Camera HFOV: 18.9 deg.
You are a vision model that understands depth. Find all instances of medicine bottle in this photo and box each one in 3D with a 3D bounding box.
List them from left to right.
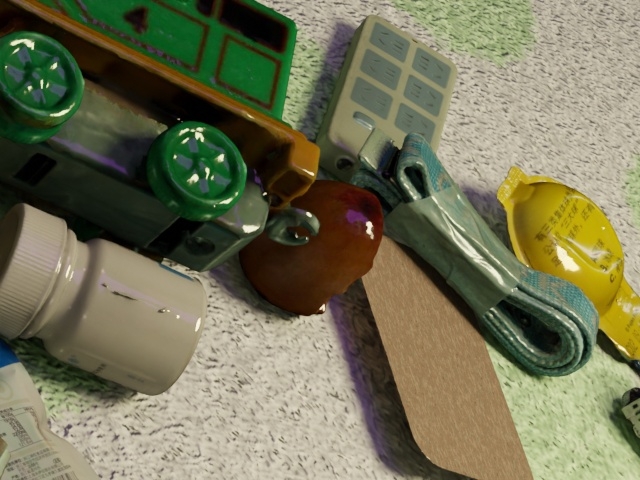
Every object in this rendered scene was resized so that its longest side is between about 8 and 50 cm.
[{"bbox_3d":[-0.182,0.048,1.509,0.168,0.105,0.105,25,40,-22],"label":"medicine bottle"}]

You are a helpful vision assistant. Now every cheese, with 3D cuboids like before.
[{"bbox_3d":[0.275,0.036,1.963,0.270,0.069,0.177,47,40,-11],"label":"cheese"}]

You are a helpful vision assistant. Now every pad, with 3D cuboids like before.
[{"bbox_3d":[0.110,0.108,1.765,0.176,0.002,0.266,23,39,-44],"label":"pad"}]

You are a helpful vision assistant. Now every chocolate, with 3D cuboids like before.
[{"bbox_3d":[0.000,0.000,1.699,0.127,0.133,0.124,4,48,-43],"label":"chocolate"}]

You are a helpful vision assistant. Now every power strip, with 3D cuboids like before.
[{"bbox_3d":[0.067,-0.131,1.963,0.118,0.046,0.270,33,38,-12],"label":"power strip"}]

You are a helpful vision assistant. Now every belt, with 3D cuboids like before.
[{"bbox_3d":[0.150,0.009,1.836,0.302,0.087,0.072,44,38,-10],"label":"belt"}]

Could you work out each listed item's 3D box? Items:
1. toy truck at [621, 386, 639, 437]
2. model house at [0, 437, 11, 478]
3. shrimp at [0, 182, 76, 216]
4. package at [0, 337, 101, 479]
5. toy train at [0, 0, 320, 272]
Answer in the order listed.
[{"bbox_3d":[0.408,0.170,1.923,0.227,0.098,0.114,-8,68,-48],"label":"toy truck"},{"bbox_3d":[-0.331,0.190,1.154,0.224,0.198,0.215,37,33,-9],"label":"model house"},{"bbox_3d":[-0.275,-0.152,1.664,0.365,0.071,0.233,35,42,-18],"label":"shrimp"},{"bbox_3d":[-0.252,0.154,1.407,0.171,0.027,0.173,-18,62,-47],"label":"package"},{"bbox_3d":[-0.177,-0.126,1.568,0.429,0.178,0.249,26,55,-21],"label":"toy train"}]
